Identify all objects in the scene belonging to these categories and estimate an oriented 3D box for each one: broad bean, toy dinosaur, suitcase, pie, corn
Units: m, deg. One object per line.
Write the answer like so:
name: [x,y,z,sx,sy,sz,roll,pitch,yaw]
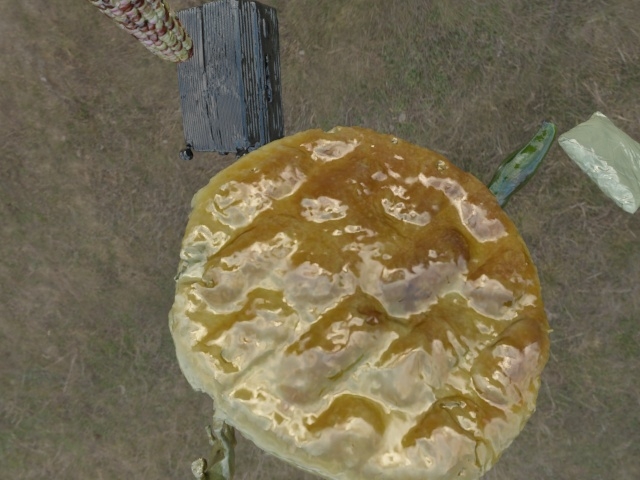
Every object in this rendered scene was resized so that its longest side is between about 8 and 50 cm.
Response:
broad bean: [0.279,-0.069,0.752,0.060,0.043,0.297,-2,143,-17]
toy dinosaur: [-0.116,0.283,0.558,0.039,0.162,0.126,-11,143,-2]
suitcase: [-0.210,-0.354,1.071,0.229,0.152,0.335,9,109,35]
pie: [0.037,0.038,0.413,0.339,0.339,0.083,13,151,1]
corn: [-0.283,-0.357,0.727,0.092,0.280,0.092,-1,83,8]

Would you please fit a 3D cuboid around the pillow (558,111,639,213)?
pillow: [0.812,-0.229,1.298,0.274,0.280,0.076,52,144,13]
